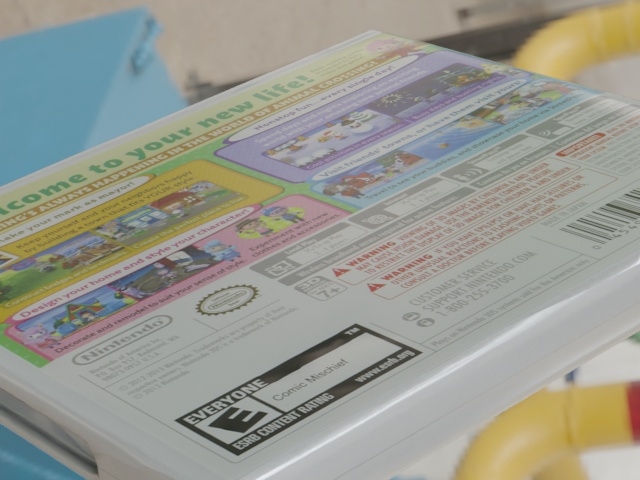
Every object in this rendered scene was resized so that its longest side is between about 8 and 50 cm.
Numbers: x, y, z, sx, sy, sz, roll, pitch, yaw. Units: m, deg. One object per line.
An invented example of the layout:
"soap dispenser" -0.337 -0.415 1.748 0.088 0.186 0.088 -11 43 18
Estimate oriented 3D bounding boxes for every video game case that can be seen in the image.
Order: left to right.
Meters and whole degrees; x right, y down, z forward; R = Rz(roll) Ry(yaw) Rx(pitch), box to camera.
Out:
"video game case" 0.000 0.000 0.515 0.212 0.193 0.023 -26 121 -32
